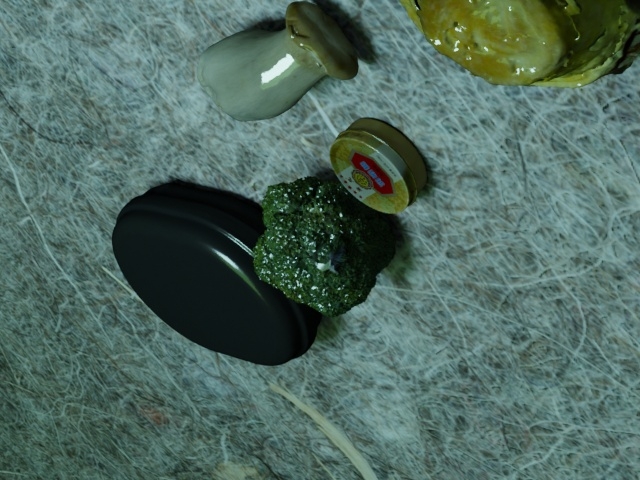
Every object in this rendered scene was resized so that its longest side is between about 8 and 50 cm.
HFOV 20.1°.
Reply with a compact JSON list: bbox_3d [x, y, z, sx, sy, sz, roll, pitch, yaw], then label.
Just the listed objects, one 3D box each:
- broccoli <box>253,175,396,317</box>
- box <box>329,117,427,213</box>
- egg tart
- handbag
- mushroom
[{"bbox_3d":[0.000,0.000,1.973,0.162,0.146,0.138,32,-171,-18],"label":"broccoli"},{"bbox_3d":[0.060,-0.077,1.874,0.105,0.037,0.105,32,150,21],"label":"box"},{"bbox_3d":[0.158,-0.201,1.473,0.241,0.106,0.241,16,141,13],"label":"egg tart"},{"bbox_3d":[-0.125,0.044,2.222,0.308,0.093,0.254,13,142,43],"label":"handbag"},{"bbox_3d":[-0.048,-0.176,1.827,0.212,0.088,0.097,-23,79,54],"label":"mushroom"}]
